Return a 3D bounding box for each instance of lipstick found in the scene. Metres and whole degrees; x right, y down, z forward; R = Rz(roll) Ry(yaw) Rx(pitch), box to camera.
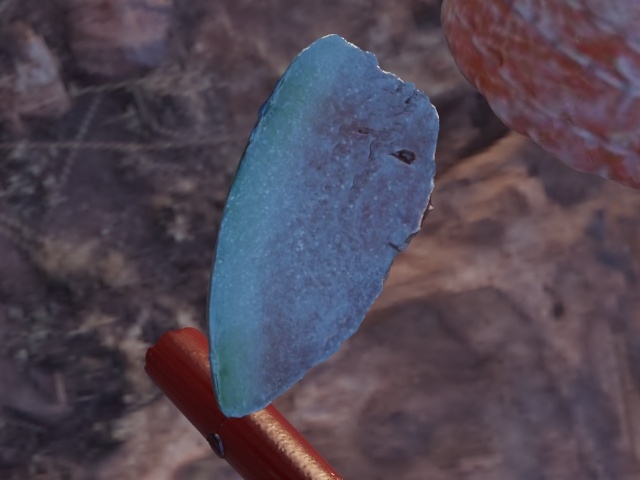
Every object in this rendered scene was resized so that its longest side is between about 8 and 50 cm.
[{"bbox_3d":[-0.065,0.178,1.718,0.073,0.279,0.073,-22,131,-27],"label":"lipstick"}]

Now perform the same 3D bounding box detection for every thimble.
[{"bbox_3d":[0.207,-0.155,1.211,0.239,0.162,0.239,12,44,-12],"label":"thimble"}]

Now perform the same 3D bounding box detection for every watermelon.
[{"bbox_3d":[-0.010,-0.002,0.885,0.094,0.081,0.180,32,85,1],"label":"watermelon"}]
